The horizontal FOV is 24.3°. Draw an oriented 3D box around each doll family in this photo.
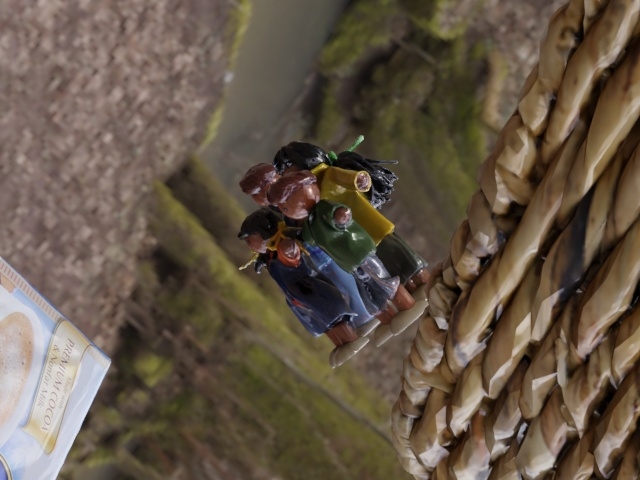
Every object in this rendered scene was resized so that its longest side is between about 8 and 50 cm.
[{"bbox_3d":[0.000,0.000,0.766,0.076,0.111,0.193,-42,-179,-25],"label":"doll family"}]

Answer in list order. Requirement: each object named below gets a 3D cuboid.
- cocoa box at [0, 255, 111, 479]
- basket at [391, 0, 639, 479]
[{"bbox_3d":[-0.349,0.167,1.028,0.231,0.228,0.347,-16,-141,38],"label":"cocoa box"},{"bbox_3d":[0.174,0.001,0.401,0.213,0.223,0.299,-38,156,-45],"label":"basket"}]
